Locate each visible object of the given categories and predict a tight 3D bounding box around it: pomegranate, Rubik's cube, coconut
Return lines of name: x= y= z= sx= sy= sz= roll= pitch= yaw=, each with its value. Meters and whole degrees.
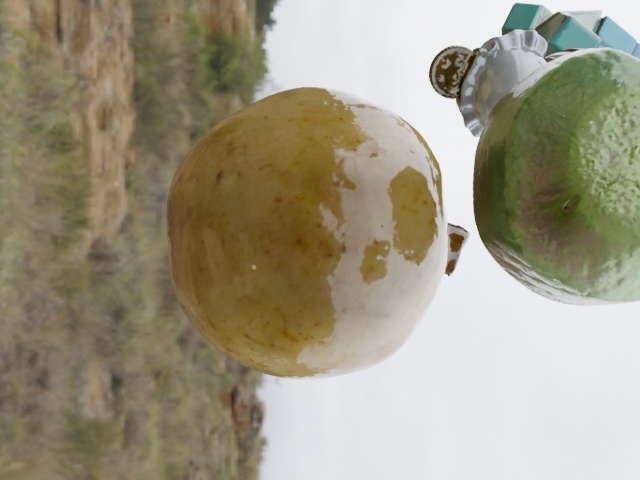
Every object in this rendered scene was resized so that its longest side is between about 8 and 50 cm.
pomegranate: x=-0.017 y=-0.007 z=1.005 sx=0.307 sy=0.307 sz=0.307 roll=-179 pitch=-90 yaw=-78
Rubik's cube: x=0.330 y=-0.222 z=1.415 sx=0.265 sy=0.213 sz=0.224 roll=-59 pitch=-168 yaw=-22
coconut: x=0.234 y=-0.047 z=0.872 sx=0.204 sy=0.236 sz=0.236 roll=-56 pitch=-166 yaw=0

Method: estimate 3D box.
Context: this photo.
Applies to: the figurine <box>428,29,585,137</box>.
figurine: x=0.250 y=-0.169 z=1.186 sx=0.143 sy=0.271 sz=0.143 roll=-162 pitch=-90 yaw=-82
